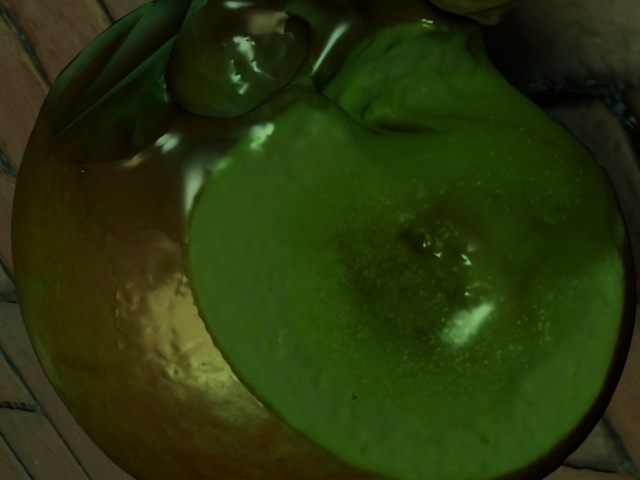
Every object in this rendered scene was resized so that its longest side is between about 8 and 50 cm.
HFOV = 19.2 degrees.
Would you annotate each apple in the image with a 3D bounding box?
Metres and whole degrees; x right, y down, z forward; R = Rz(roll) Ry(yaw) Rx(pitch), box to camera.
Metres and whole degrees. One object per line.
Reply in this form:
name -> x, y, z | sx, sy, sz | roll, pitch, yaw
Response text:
apple -> 0.000, 0.000, 1.186 | 0.384, 0.374, 0.374 | -11, 121, 25

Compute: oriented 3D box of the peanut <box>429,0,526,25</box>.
peanut -> 0.087, -0.210, 1.043 | 0.120, 0.110, 0.236 | 29, 156, 23
